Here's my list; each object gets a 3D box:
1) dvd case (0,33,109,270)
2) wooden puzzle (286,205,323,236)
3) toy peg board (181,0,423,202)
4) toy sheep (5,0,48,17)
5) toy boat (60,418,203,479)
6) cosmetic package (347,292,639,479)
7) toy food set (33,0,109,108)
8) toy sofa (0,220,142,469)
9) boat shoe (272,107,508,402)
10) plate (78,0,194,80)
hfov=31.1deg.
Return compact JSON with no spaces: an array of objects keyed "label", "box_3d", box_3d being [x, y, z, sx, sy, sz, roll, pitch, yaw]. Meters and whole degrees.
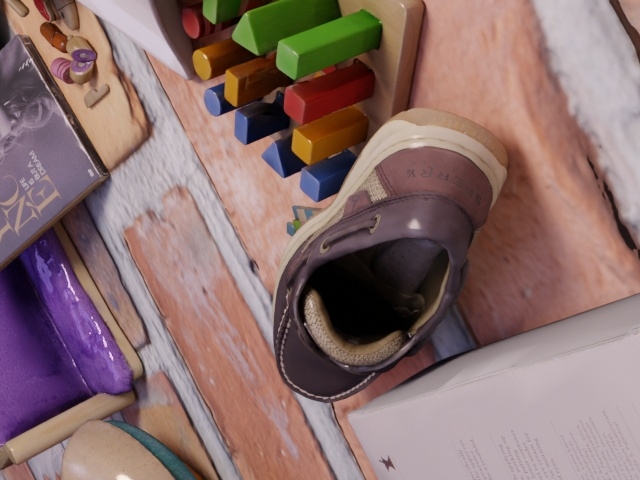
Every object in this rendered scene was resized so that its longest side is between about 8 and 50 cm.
[{"label":"dvd case","box_3d":[-0.320,-0.071,1.134,0.221,0.018,0.164,-36,81,29]},{"label":"wooden puzzle","box_3d":[0.000,0.000,0.823,0.083,0.006,0.049,7,118,54]},{"label":"toy peg board","box_3d":[-0.028,-0.105,0.720,0.161,0.079,0.160,42,142,32]},{"label":"toy sheep","box_3d":[-0.255,-0.239,0.953,0.132,0.091,0.091,-38,79,38]},{"label":"toy boat","box_3d":[-0.193,0.307,1.227,0.318,0.148,0.267,-25,96,51]},{"label":"cosmetic package","box_3d":[0.194,0.221,0.610,0.284,0.097,0.377,-30,86,57]},{"label":"toy food set","box_3d":[-0.230,-0.178,1.022,0.078,0.019,0.122,-21,94,59]},{"label":"toy sofa","box_3d":[-0.351,0.053,1.245,0.362,0.150,0.177,61,150,6]},{"label":"boat shoe","box_3d":[0.023,0.035,0.707,0.103,0.092,0.285,28,142,-4]},{"label":"plate","box_3d":[-0.197,-0.234,0.761,0.277,0.045,0.278,37,174,5]}]
